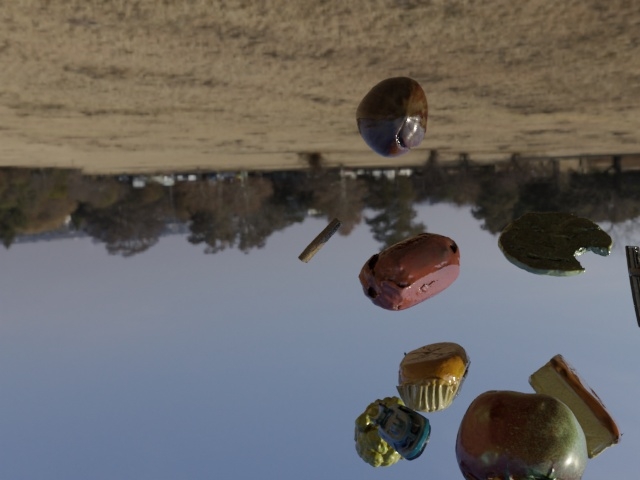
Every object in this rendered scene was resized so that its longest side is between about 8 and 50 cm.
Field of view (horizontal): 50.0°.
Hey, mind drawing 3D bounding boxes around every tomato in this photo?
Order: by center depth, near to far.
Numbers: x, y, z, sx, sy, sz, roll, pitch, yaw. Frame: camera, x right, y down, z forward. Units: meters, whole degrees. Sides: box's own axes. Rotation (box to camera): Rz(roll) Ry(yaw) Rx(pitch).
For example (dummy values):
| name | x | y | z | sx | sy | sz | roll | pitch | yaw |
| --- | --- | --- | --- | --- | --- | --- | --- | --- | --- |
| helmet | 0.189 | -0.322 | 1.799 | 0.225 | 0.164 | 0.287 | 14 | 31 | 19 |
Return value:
| name | x | y | z | sx | sy | sz | roll | pitch | yaw |
| --- | --- | --- | --- | --- | --- | --- | --- | --- | --- |
| tomato | 0.476 | 0.482 | 1.644 | 0.304 | 0.238 | 0.303 | 5 | 151 | 3 |

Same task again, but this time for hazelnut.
| name | x | y | z | sx | sy | sz | roll | pitch | yaw |
| --- | --- | --- | --- | --- | --- | --- | --- | --- | --- |
| hazelnut | 0.204 | -0.356 | 1.977 | 0.218 | 0.233 | 0.218 | 5 | -172 | -1 |

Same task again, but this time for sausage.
| name | x | y | z | sx | sy | sz | roll | pitch | yaw |
| --- | --- | --- | --- | --- | --- | --- | --- | --- | --- |
| sausage | 0.216 | 0.071 | 1.611 | 0.280 | 0.151 | 0.152 | -22 | -163 | -39 |

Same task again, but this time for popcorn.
| name | x | y | z | sx | sy | sz | roll | pitch | yaw |
| --- | --- | --- | --- | --- | --- | --- | --- | --- | --- |
| popcorn | 0.221 | 0.707 | 2.497 | 0.235 | 0.241 | 0.250 | -6 | -177 | 39 |

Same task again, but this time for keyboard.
| name | x | y | z | sx | sy | sz | roll | pitch | yaw |
| --- | --- | --- | --- | --- | --- | --- | --- | --- | --- |
| keyboard | 0.962 | 0.138 | 2.081 | 0.087 | 0.250 | 0.017 | 1 | 170 | -40 |

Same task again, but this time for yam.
| name | x | y | z | sx | sy | sz | roll | pitch | yaw |
| --- | --- | --- | --- | --- | --- | --- | --- | --- | --- |
| yam | 0.000 | 0.000 | 1.768 | 0.032 | 0.145 | 0.032 | 42 | -173 | -6 |

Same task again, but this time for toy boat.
| name | x | y | z | sx | sy | sz | roll | pitch | yaw |
| --- | --- | --- | --- | --- | --- | --- | --- | --- | --- |
| toy boat | 0.227 | 0.556 | 2.047 | 0.092 | 0.134 | 0.299 | 30 | 171 | -10 |

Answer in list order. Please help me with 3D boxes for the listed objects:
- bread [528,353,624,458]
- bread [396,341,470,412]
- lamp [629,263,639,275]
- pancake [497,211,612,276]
| name | x | y | z | sx | sy | sz | roll | pitch | yaw |
| --- | --- | --- | --- | --- | --- | --- | --- | --- | --- |
| bread | 0.857 | 0.549 | 2.303 | 0.143 | 0.333 | 0.324 | -41 | 162 | 13 |
| bread | 0.388 | 0.447 | 2.329 | 0.236 | 0.183 | 0.388 | 3 | -171 | 12 |
| lamp | 0.995 | -0.045 | 1.914 | 0.130 | 0.371 | 0.109 | 12 | -163 | -46 |
| pancake | 0.517 | 0.005 | 1.537 | 0.254 | 0.037 | 0.253 | -8 | -150 | 4 |
